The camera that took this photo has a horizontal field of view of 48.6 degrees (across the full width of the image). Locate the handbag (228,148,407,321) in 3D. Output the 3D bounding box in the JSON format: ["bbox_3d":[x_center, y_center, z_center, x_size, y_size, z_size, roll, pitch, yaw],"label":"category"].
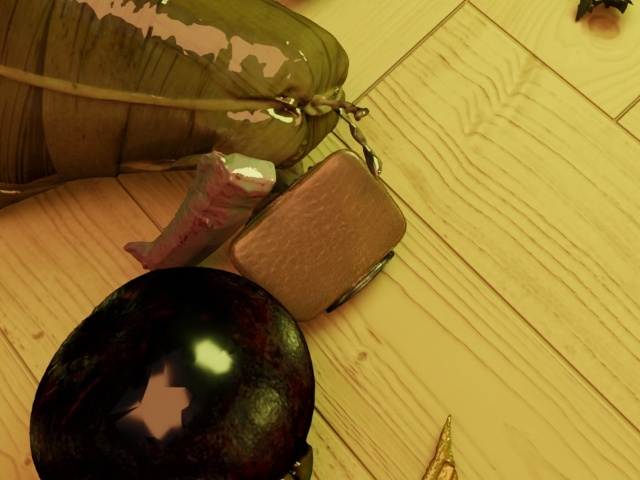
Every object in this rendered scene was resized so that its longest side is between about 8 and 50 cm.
[{"bbox_3d":[0.000,0.000,0.835,0.193,0.072,0.151,-39,93,-3],"label":"handbag"}]

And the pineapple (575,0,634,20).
[{"bbox_3d":[0.352,-0.400,0.869,0.125,0.125,0.251,-5,80,10],"label":"pineapple"}]

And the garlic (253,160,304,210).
[{"bbox_3d":[-0.071,-0.082,0.888,0.094,0.074,0.113,2,60,22],"label":"garlic"}]

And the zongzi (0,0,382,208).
[{"bbox_3d":[-0.192,-0.105,0.866,0.500,0.218,0.467,28,125,4],"label":"zongzi"}]

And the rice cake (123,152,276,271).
[{"bbox_3d":[-0.144,-0.018,0.797,0.081,0.290,0.051,22,58,-25],"label":"rice cake"}]

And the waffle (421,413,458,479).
[{"bbox_3d":[0.154,0.303,0.762,0.125,0.032,0.191,26,83,18],"label":"waffle"}]

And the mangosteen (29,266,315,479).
[{"bbox_3d":[-0.132,0.175,0.739,0.300,0.300,0.300,-3,75,11],"label":"mangosteen"}]
